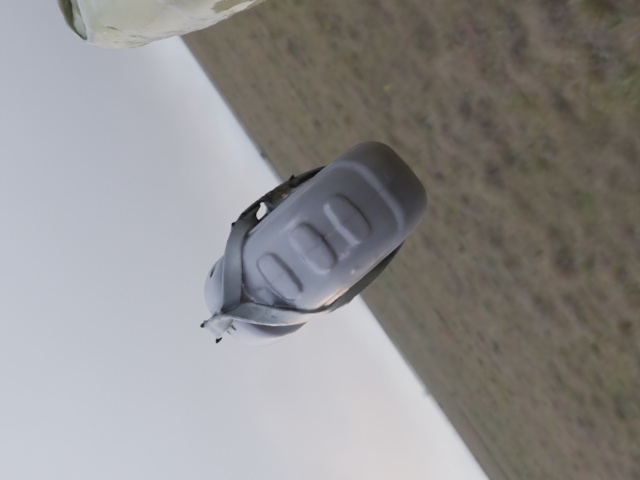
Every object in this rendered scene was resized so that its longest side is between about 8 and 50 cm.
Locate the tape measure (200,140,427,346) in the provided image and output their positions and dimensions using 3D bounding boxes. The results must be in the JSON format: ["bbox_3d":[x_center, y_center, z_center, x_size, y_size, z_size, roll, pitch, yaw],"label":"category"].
[{"bbox_3d":[0.000,0.000,0.985,0.120,0.197,0.236,50,-160,-1],"label":"tape measure"}]

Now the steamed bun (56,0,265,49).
[{"bbox_3d":[-0.065,-0.309,0.767,0.325,0.230,0.372,36,130,55],"label":"steamed bun"}]
